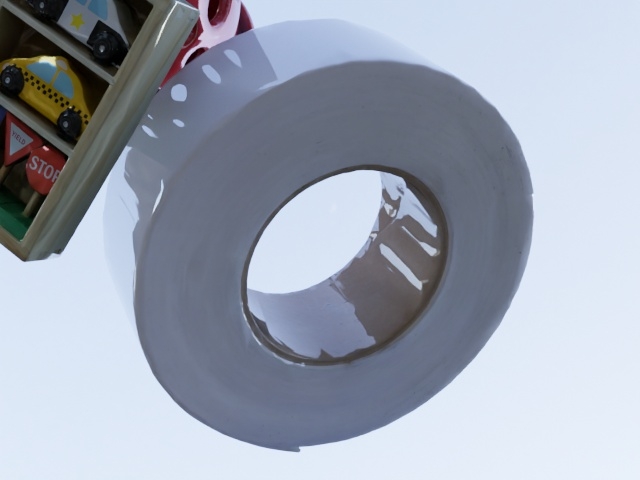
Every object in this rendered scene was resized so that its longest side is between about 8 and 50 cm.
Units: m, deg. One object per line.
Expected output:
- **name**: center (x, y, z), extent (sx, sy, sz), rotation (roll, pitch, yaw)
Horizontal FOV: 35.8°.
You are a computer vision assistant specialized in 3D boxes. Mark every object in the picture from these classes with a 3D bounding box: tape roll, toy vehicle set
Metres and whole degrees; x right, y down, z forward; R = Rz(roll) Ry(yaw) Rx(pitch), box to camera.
- **tape roll**: center (0.000, 0.000, 0.676), extent (0.286, 0.100, 0.286), rotation (-12, -59, -20)
- **toy vehicle set**: center (-0.215, -0.130, 0.570), extent (0.267, 0.035, 0.166), rotation (36, -76, 15)

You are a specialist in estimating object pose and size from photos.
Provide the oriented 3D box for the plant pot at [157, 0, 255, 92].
- **plant pot**: center (-0.144, -0.165, 0.696), extent (0.191, 0.191, 0.174), rotation (8, -22, 17)
